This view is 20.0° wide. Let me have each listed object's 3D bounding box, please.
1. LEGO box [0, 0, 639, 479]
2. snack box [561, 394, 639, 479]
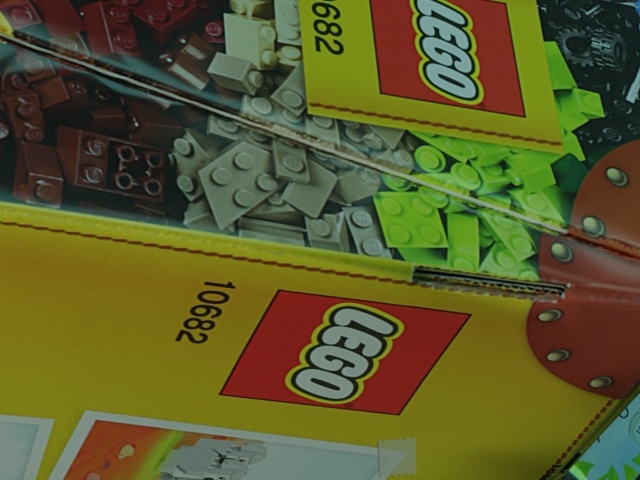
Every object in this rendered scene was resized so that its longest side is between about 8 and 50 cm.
[{"bbox_3d":[-0.123,0.060,0.772,0.373,0.500,0.193,9,52,-18],"label":"LEGO box"},{"bbox_3d":[0.178,0.107,1.176,0.100,0.037,0.141,42,49,9],"label":"snack box"}]
